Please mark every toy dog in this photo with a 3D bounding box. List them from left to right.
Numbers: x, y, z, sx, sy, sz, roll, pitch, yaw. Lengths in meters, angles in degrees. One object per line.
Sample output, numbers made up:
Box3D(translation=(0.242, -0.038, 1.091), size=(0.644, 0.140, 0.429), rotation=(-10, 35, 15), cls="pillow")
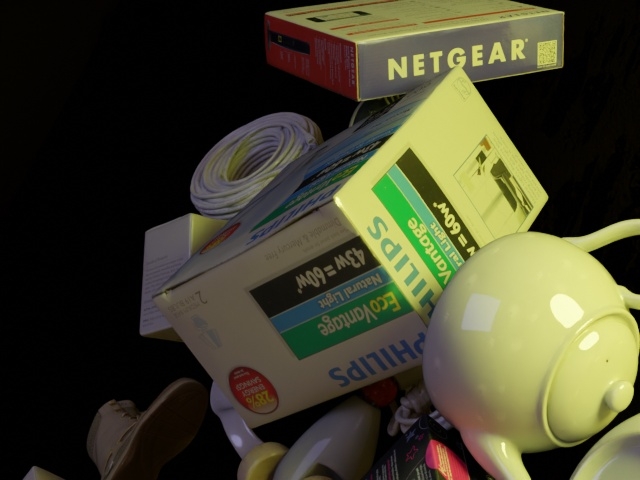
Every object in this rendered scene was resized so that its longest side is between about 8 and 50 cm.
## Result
Box3D(translation=(0.064, 0.264, 1.427), size=(0.334, 0.161, 0.220), rotation=(-34, 31, 8), cls="toy dog")

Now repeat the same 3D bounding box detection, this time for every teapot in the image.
Box3D(translation=(0.247, 0.119, 1.195), size=(0.187, 0.252, 0.256), rotation=(26, 124, 44), cls="teapot")

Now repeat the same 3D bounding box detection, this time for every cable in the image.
Box3D(translation=(-0.106, -0.123, 2.017), size=(0.257, 0.089, 0.257), rotation=(-29, 32, 10), cls="cable")

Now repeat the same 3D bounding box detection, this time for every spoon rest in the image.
Box3D(translation=(-0.111, 0.242, 1.730), size=(0.137, 0.084, 0.276), rotation=(-47, 31, 15), cls="spoon rest")

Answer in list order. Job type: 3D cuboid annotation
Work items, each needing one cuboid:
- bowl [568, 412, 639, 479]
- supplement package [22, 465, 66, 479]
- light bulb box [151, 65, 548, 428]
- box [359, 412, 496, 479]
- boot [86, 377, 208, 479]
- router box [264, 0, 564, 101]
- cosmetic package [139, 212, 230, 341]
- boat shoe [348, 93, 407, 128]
Box3D(translation=(0.314, 0.262, 1.033), size=(0.298, 0.134, 0.298), rotation=(-37, 35, 32), cls="bowl")
Box3D(translation=(-0.468, 0.553, 1.855), size=(0.293, 0.175, 0.177), rotation=(-52, 28, 8), cls="supplement package")
Box3D(translation=(0.043, 0.009, 1.464), size=(0.358, 0.225, 0.361), rotation=(-27, 14, 41), cls="light bulb box")
Box3D(translation=(0.128, 0.322, 1.161), size=(0.142, 0.163, 0.247), rotation=(-47, 13, 15), cls="box")
Box3D(translation=(-0.300, 0.309, 1.936), size=(0.262, 0.095, 0.203), rotation=(-57, 28, 7), cls="boot")
Box3D(translation=(0.129, -0.293, 1.668), size=(0.301, 0.335, 0.082), rotation=(-145, 47, -59), cls="router box")
Box3D(translation=(-0.196, 0.069, 1.908), size=(0.151, 0.151, 0.183), rotation=(-19, 65, 48), cls="cosmetic package")
Box3D(translation=(0.124, -0.211, 1.821), size=(0.079, 0.095, 0.254), rotation=(-17, 35, 55), cls="boat shoe")
